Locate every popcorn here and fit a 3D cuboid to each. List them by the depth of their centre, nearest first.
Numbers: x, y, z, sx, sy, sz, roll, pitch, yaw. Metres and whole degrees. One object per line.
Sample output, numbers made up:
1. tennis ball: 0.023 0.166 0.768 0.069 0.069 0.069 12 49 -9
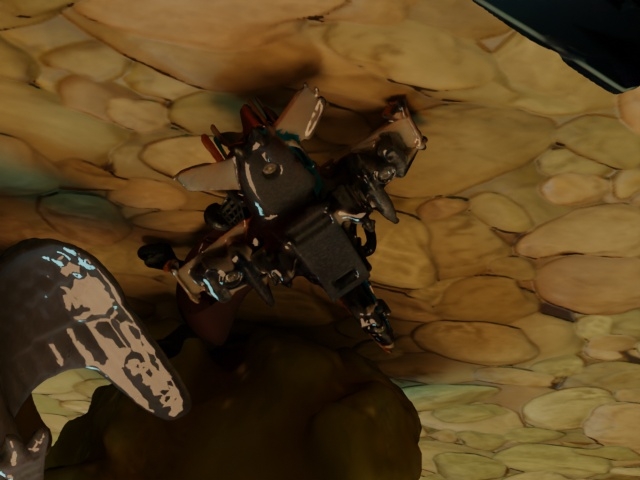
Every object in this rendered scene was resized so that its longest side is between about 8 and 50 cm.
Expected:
1. popcorn: -0.077 0.195 0.957 0.326 0.290 0.321 -26 142 -4

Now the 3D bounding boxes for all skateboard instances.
1. skateboard: -0.034 0.013 0.824 0.080 0.067 0.151 7 154 -30

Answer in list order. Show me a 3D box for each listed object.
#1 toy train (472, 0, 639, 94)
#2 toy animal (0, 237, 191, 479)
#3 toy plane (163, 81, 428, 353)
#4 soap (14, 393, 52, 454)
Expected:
1. toy train: 0.037 -0.127 0.505 0.252 0.048 0.055 28 152 -32
2. toy animal: -0.183 0.071 0.775 0.239 0.176 0.255 -17 132 -19
3. toy plane: 0.004 0.007 0.731 0.135 0.062 0.188 -33 126 0
4. soap: -0.323 0.084 0.919 0.259 0.143 0.281 23 149 -29
